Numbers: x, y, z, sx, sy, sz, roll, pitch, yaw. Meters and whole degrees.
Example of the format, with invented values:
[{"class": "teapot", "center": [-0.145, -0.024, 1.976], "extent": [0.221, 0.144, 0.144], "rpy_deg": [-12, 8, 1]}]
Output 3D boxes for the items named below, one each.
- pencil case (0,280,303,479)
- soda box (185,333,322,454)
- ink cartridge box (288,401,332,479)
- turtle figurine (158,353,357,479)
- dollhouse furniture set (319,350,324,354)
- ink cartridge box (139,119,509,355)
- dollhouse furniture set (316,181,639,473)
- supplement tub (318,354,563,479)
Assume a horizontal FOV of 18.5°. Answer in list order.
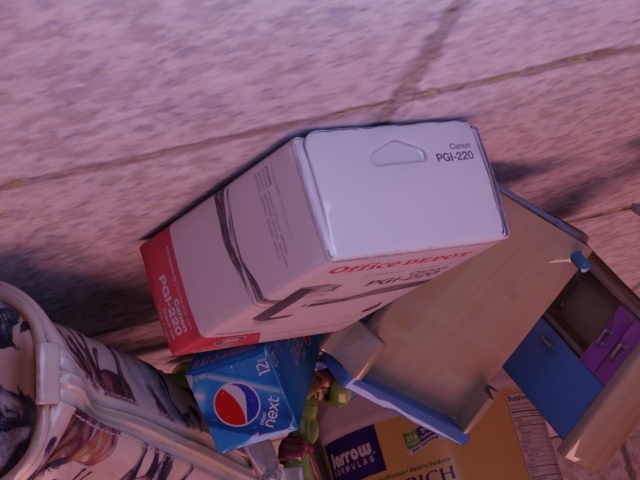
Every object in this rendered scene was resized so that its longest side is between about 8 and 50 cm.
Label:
[{"class": "pencil case", "center": [-0.172, 0.151, 1.494], "extent": [0.184, 0.159, 0.410], "rpy_deg": [-15, 158, 19]}, {"class": "soda box", "center": [-0.048, 0.089, 1.542], "extent": [0.067, 0.071, 0.210], "rpy_deg": [-19, -166, 11]}, {"class": "ink cartridge box", "center": [-0.011, 0.246, 2.203], "extent": [0.066, 0.189, 0.232], "rpy_deg": [-24, 166, 15]}, {"class": "turtle figurine", "center": [-0.099, 0.192, 1.836], "extent": [0.266, 0.197, 0.275], "rpy_deg": [-3, 158, -29]}, {"class": "dollhouse furniture set", "center": [0.062, 0.110, 1.938], "extent": [0.091, 0.081, 0.114], "rpy_deg": [-11, 167, -24]}, {"class": "ink cartridge box", "center": [0.000, 0.000, 1.360], "extent": [0.159, 0.092, 0.218], "rpy_deg": [-7, 163, -36]}, {"class": "dollhouse furniture set", "center": [0.150, 0.000, 1.595], "extent": [0.303, 0.198, 0.286], "rpy_deg": [27, 105, -35]}, {"class": "supplement tub", "center": [0.136, 0.259, 2.105], "extent": [0.241, 0.331, 0.241], "rpy_deg": [-16, 168, -4]}]
